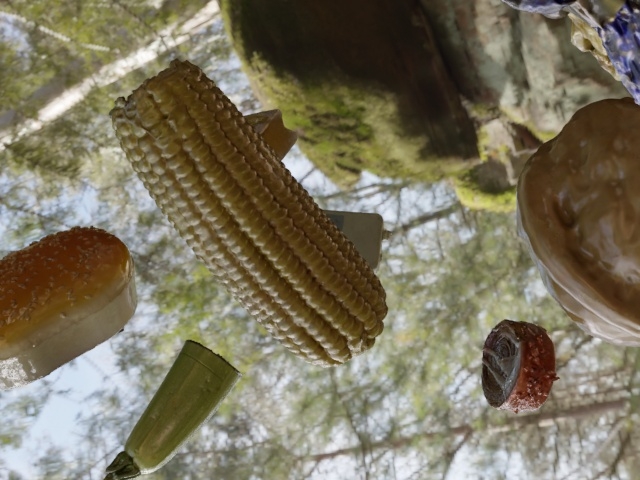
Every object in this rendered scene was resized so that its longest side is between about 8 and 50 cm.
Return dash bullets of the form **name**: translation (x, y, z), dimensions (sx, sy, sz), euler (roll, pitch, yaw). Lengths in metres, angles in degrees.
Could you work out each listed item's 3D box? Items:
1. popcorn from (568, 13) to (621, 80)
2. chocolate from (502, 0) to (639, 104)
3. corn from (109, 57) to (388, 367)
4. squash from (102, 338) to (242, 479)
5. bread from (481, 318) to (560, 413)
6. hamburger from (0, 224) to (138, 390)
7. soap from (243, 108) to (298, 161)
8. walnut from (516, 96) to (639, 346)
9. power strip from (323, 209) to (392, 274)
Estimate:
- **popcorn**: translation (0.672, -0.527, 1.666), dimensions (0.390, 0.344, 0.354), euler (54, 177, -35)
- **chocolate**: translation (0.190, -0.193, 0.585), dimensions (0.343, 0.148, 0.126), euler (28, -97, -17)
- **corn**: translation (-0.065, -0.018, 0.795), dimensions (0.344, 0.131, 0.131), euler (50, -144, -20)
- **squash**: translation (-0.209, 0.238, 1.093), dimensions (0.224, 0.094, 0.094), euler (-51, -55, -23)
- **bread**: translation (0.334, 0.215, 1.383), dimensions (0.073, 0.160, 0.160), euler (14, -123, -14)
- **hamburger**: translation (-0.414, 0.093, 1.209), dimensions (0.295, 0.227, 0.151), euler (-29, -61, -26)
- **soap**: translation (-0.160, -0.140, 1.358), dimensions (0.073, 0.232, 0.140), euler (50, -121, -29)
- **walnut**: translation (0.476, -0.024, 1.257), dimensions (0.383, 0.383, 0.383), euler (33, -131, -49)
- **power strip**: translation (0.000, 0.000, 1.581), dimensions (0.046, 0.270, 0.118), euler (71, -154, -67)
